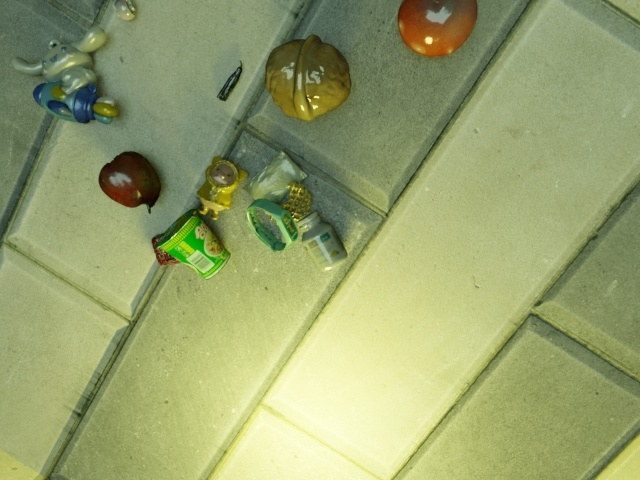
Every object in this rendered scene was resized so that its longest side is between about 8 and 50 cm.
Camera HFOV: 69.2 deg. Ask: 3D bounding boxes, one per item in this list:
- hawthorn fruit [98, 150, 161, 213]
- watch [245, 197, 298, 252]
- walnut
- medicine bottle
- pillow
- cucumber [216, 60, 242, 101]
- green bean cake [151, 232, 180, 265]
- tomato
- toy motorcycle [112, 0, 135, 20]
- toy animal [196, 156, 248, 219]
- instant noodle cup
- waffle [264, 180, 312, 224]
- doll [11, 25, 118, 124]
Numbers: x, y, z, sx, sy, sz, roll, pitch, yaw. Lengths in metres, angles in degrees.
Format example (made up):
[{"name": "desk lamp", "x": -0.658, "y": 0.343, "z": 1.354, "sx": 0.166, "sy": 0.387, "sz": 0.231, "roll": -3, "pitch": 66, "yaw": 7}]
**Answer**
[{"name": "hawthorn fruit", "x": -0.726, "y": -0.213, "z": 1.794, "sx": 0.208, "sy": 0.208, "sz": 0.248, "roll": -28, "pitch": 110, "yaw": 12}, {"name": "watch", "x": -0.186, "y": -0.052, "z": 1.774, "sx": 0.195, "sy": 0.068, "sz": 0.237, "roll": 1, "pitch": 133, "yaw": 35}, {"name": "walnut", "x": -0.045, "y": -0.552, "z": 1.585, "sx": 0.296, "sy": 0.285, "sz": 0.285, "roll": 10, "pitch": 104, "yaw": 9}, {"name": "medicine bottle", "x": 0.000, "y": 0.000, "z": 1.779, "sx": 0.135, "sy": 0.135, "sz": 0.215, "roll": -29, "pitch": 98, "yaw": 12}, {"name": "pillow", "x": -0.176, "y": -0.226, "z": 1.793, "sx": 0.230, "sy": 0.050, "sz": 0.148, "roll": -41, "pitch": 96, "yaw": 14}, {"name": "cucumber", "x": -0.333, "y": -0.596, "z": 1.738, "sx": 0.163, "sy": 0.043, "sz": 0.039, "roll": -51, "pitch": 50, "yaw": 12}, {"name": "green bean cake", "x": -0.616, "y": 0.033, "z": 1.906, "sx": 0.136, "sy": 0.056, "sz": 0.135, "roll": -11, "pitch": 100, "yaw": 10}, {"name": "tomato", "x": 0.383, "y": -0.739, "z": 1.524, "sx": 0.256, "sy": 0.224, "sz": 0.255, "roll": 1, "pitch": 96, "yaw": 14}, {"name": "toy motorcycle", "x": -0.750, "y": -0.930, "z": 1.675, "sx": 0.112, "sy": 0.112, "sz": 0.254, "roll": -18, "pitch": 101, "yaw": 11}, {"name": "toy animal", "x": -0.392, "y": -0.199, "z": 1.789, "sx": 0.156, "sy": 0.156, "sz": 0.229, "roll": 27, "pitch": 94, "yaw": 0}, {"name": "instant noodle cup", "x": -0.480, "y": 0.025, "z": 1.807, "sx": 0.207, "sy": 0.207, "sz": 0.232, "roll": -38, "pitch": 112, "yaw": 13}, {"name": "waffle", "x": -0.123, "y": -0.141, "z": 1.792, "sx": 0.194, "sy": 0.051, "sz": 0.149, "roll": -30, "pitch": 120, "yaw": 17}, {"name": "doll", "x": -0.945, "y": -0.582, "z": 1.738, "sx": 0.376, "sy": 0.187, "sz": 0.365, "roll": -16, "pitch": 93, "yaw": 29}]
